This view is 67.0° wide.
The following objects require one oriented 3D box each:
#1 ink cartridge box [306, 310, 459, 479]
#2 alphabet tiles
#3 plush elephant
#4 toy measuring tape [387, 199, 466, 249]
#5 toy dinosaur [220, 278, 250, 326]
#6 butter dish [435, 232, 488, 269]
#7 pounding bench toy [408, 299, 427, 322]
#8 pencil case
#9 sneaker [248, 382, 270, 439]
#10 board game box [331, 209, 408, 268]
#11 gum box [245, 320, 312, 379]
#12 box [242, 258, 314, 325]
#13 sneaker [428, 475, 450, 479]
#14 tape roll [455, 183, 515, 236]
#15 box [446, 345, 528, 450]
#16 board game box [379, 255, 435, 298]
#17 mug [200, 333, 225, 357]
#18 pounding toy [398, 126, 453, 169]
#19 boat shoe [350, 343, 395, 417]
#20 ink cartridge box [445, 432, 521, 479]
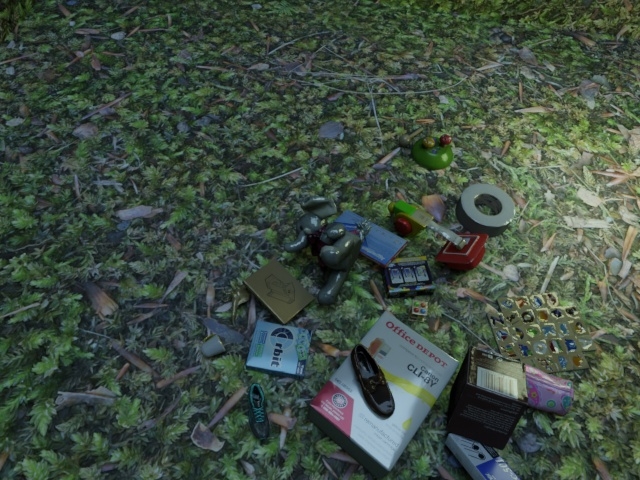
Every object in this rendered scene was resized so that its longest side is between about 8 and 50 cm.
[{"bbox_3d":[0.186,0.445,1.435,0.279,0.160,0.385,34,60,19],"label":"ink cartridge box"},{"bbox_3d":[0.760,0.316,1.666,0.342,0.011,0.285,-4,56,-8],"label":"alphabet tiles"},{"bbox_3d":[0.000,0.000,1.670,0.255,0.272,0.330,23,54,18],"label":"plush elephant"},{"bbox_3d":[0.386,-0.042,1.810,0.330,0.121,0.121,35,60,24],"label":"toy measuring tape"},{"bbox_3d":[-0.288,0.192,1.634,0.092,0.053,0.183,18,56,5],"label":"toy dinosaur"},{"bbox_3d":[0.531,0.058,1.767,0.160,0.118,0.160,2,44,50],"label":"butter dish"},{"bbox_3d":[0.334,0.227,1.655,0.052,0.065,0.083,9,55,1],"label":"pounding bench toy"},{"bbox_3d":[0.628,0.440,1.503,0.284,0.124,0.124,21,56,9],"label":"pencil case"},{"bbox_3d":[-0.186,0.496,1.419,0.065,0.076,0.166,-11,57,-11],"label":"sneaker"},{"bbox_3d":[0.166,-0.010,1.798,0.281,0.027,0.145,30,56,28],"label":"board game box"},{"bbox_3d":[-0.130,0.349,1.546,0.184,0.041,0.157,11,55,2],"label":"gum box"},{"bbox_3d":[-0.140,0.169,1.635,0.201,0.021,0.164,44,47,11],"label":"box"},{"bbox_3d":[0.383,0.689,1.329,0.227,0.087,0.130,-22,66,-13],"label":"sneaker"},{"bbox_3d":[0.654,-0.122,1.921,0.219,0.072,0.219,2,55,-3],"label":"tape roll"},{"bbox_3d":[0.477,0.452,1.397,0.168,0.203,0.167,17,32,10],"label":"box"},{"bbox_3d":[0.309,0.130,1.732,0.170,0.048,0.141,-4,54,-7],"label":"board game box"},{"bbox_3d":[-0.344,0.338,1.535,0.064,0.078,0.062,-28,94,-12],"label":"mug"},{"bbox_3d":[0.474,-0.423,2.089,0.183,0.110,0.237,-34,65,-25],"label":"pounding toy"},{"bbox_3d":[0.142,0.384,1.333,0.073,0.073,0.207,-22,60,-18],"label":"boat shoe"},{"bbox_3d":[0.454,0.621,1.350,0.097,0.046,0.207,-6,32,-26],"label":"ink cartridge box"}]
